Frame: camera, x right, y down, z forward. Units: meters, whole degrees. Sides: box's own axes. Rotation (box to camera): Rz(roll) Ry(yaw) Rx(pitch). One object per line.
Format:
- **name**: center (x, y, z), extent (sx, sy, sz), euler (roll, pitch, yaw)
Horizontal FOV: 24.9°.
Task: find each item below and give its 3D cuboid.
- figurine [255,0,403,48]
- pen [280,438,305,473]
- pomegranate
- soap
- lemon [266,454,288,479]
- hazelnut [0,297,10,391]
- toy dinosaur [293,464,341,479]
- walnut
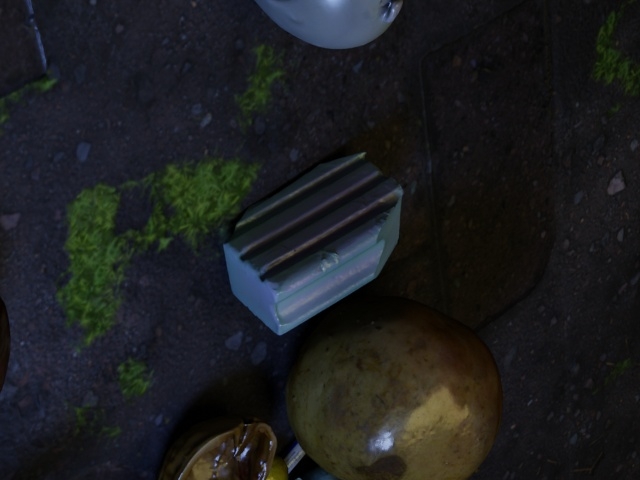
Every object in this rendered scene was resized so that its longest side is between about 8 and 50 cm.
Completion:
- **figurine**: center (0.091, -0.376, 1.608), extent (0.394, 0.226, 0.274), euler (-32, 158, -40)
- **pen**: center (0.004, 0.247, 2.000), extent (0.204, 0.025, 0.025), euler (-49, 137, -14)
- **pomegranate**: center (0.094, 0.202, 1.880), extent (0.281, 0.281, 0.281), euler (-22, 126, -34)
- **soap**: center (0.000, 0.000, 1.779), extent (0.230, 0.145, 0.091), euler (-30, 139, -23)
- **lemon**: center (-0.077, 0.314, 1.930), extent (0.083, 0.062, 0.062), euler (-12, 120, -39)
- **hazelnut**: center (-0.393, 0.106, 1.429), extent (0.180, 0.181, 0.212), euler (-13, 112, -15)
- **toy dinosaur**: center (0.008, 0.339, 1.995), extent (0.329, 0.076, 0.144), euler (-35, 175, -27)
- **walnut**: center (-0.151, 0.299, 1.832), extent (0.167, 0.087, 0.211), euler (17, 101, -54)
